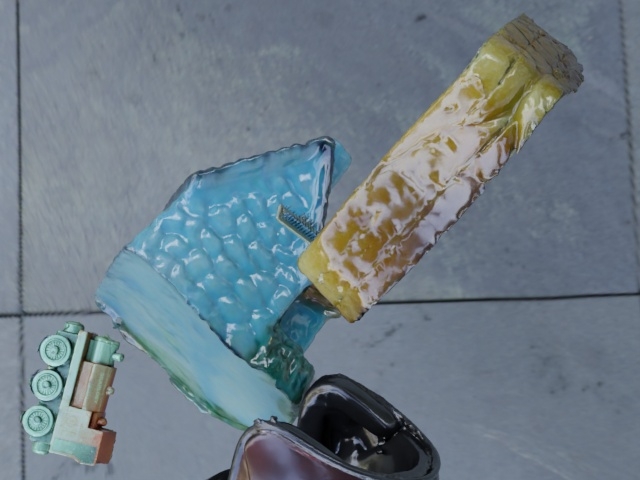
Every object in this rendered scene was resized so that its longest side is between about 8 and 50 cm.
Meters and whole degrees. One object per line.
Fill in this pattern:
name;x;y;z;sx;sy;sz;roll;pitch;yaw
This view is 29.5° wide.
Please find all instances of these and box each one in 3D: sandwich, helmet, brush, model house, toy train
sandwich;0.083;-0.051;0.833;0.065;0.186;0.214;42;115;3
helmet;-0.003;0.216;0.987;0.216;0.189;0.193;-14;93;20
brush;0.000;0.000;0.893;0.084;0.013;0.016;40;36;-30
model house;-0.060;0.031;1.198;0.226;0.261;0.241;42;67;-5
toy train;-0.312;0.196;1.567;0.118;0.074;0.175;13;82;7
